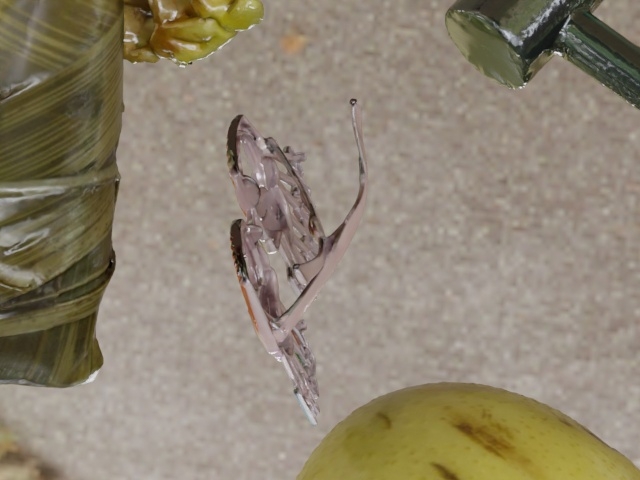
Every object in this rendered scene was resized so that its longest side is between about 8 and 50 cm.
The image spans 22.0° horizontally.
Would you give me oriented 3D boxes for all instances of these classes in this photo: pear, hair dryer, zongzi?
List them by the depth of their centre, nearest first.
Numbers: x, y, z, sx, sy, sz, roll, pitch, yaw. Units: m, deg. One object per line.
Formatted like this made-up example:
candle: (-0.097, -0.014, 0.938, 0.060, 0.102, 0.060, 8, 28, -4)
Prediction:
zongzi: (-0.196, -0.098, 0.936, 0.134, 0.288, 0.286, -3, -152, -32)
pear: (0.109, 0.278, 1.182, 0.348, 0.348, 0.348, 7, 165, 2)
hair dryer: (0.317, -0.222, 1.675, 0.302, 0.244, 0.116, 40, 166, 16)

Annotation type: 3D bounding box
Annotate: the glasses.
glasses: (-0.005, 0.005, 1.189, 0.095, 0.255, 0.162, -8, 135, 10)

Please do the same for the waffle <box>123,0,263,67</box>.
waffle: (-0.105, -0.201, 0.983, 0.056, 0.253, 0.249, 1, 134, -39)
